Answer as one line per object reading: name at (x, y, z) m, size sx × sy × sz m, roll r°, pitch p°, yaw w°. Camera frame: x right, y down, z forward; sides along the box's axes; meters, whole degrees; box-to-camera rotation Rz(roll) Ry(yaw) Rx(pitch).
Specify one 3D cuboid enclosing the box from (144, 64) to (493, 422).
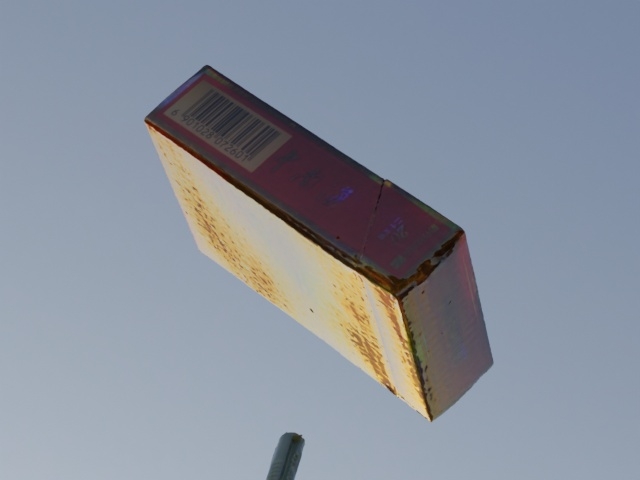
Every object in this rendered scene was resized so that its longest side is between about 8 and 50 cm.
box at (0.000, 0.000, 1.403) m, size 0.313 × 0.089 × 0.197 m, roll 35°, pitch -23°, yaw 33°

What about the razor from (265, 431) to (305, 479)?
razor at (-0.036, 0.188, 0.978) m, size 0.036 × 0.211 × 0.084 m, roll -20°, pitch -64°, yaw 17°
